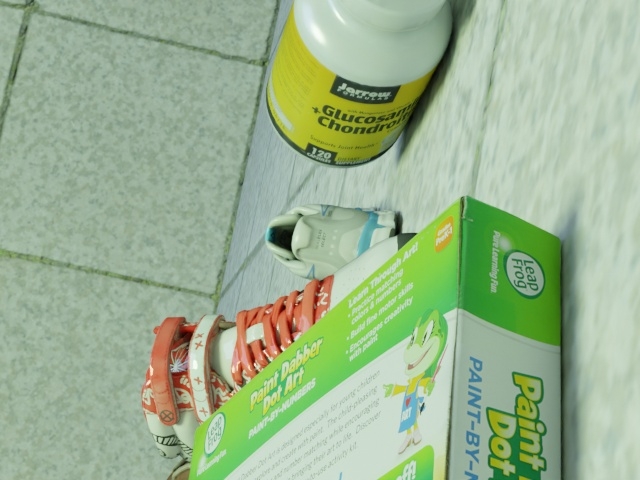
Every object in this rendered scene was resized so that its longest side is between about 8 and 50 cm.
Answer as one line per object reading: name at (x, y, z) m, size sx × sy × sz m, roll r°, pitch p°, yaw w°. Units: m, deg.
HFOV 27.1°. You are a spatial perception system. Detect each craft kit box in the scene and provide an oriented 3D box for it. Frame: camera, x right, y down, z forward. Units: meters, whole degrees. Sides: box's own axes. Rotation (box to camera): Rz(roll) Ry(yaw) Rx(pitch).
craft kit box at (0.003, 0.145, 0.539) m, size 0.250 × 0.061 × 0.246 m, roll -44°, pitch 34°, yaw 48°

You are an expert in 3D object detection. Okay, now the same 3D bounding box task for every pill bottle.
pill bottle at (0.027, -0.130, 0.873) m, size 0.184 × 0.103 × 0.103 m, roll 116°, pitch 165°, yaw -64°

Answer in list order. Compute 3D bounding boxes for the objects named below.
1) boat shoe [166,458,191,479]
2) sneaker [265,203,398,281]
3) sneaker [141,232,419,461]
boat shoe at (-0.107, 0.267, 1.253) m, size 0.324 × 0.123 × 0.116 m, roll 136°, pitch 155°, yaw -70°
sneaker at (0.000, 0.000, 0.957) m, size 0.190 × 0.083 × 0.071 m, roll 144°, pitch 137°, yaw -81°
sneaker at (-0.031, 0.075, 0.812) m, size 0.270 × 0.145 × 0.090 m, roll 114°, pitch 167°, yaw -56°
